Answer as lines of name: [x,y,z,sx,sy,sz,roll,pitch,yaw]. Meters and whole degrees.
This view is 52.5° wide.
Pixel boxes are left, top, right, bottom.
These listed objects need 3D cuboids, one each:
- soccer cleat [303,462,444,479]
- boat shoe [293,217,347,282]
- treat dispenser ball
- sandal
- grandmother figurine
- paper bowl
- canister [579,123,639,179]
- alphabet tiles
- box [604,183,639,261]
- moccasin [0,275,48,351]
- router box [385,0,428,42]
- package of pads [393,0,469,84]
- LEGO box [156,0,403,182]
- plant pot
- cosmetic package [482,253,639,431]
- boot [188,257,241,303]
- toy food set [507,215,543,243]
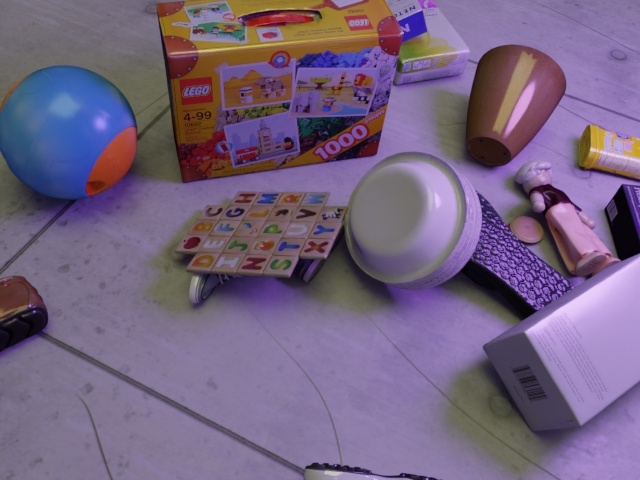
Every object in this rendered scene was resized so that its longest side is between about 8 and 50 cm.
soccer cleat: [0.124,0.449,1.085,0.318,0.108,0.116,9,73,-3]
boat shoe: [0.000,0.000,1.431,0.065,0.075,0.206,29,59,12]
treat dispenser ball: [-0.547,-0.233,1.416,0.288,0.288,0.288,3,52,-4]
sandal: [0.370,0.042,1.435,0.167,0.107,0.446,-36,76,-30]
grandmother figurine: [0.560,-0.065,1.530,0.208,0.104,0.342,24,35,-39]
paper bowl: [0.176,-0.047,1.346,0.284,0.148,0.284,-11,70,32]
canister: [0.775,-0.228,1.699,0.170,0.073,0.126,15,52,3]
alphabet tiles: [-0.125,-0.023,1.371,0.342,0.011,0.285,2,39,20]
box: [0.793,0.002,1.502,0.184,0.103,0.261,7,51,-4]
moccasin: [-0.700,0.173,1.173,0.380,0.139,0.147,-33,61,-28]
router box: [0.102,-0.654,1.864,0.335,0.082,0.301,-22,55,8]
package of pads: [0.278,-0.591,1.913,0.229,0.101,0.296,-13,55,-14]
LEGO box: [-0.100,-0.359,1.514,0.500,0.372,0.193,-10,54,-13]
plant pot: [0.473,-0.325,1.663,0.237,0.237,0.254,23,66,12]
cosmetic package: [0.528,0.190,1.255,0.365,0.155,0.197,-24,79,-25]
boot: [-0.202,0.059,1.362,0.086,0.069,0.190,13,51,11]
toy food set: [0.487,-0.025,1.539,0.082,0.020,0.083,-2,52,-7]
